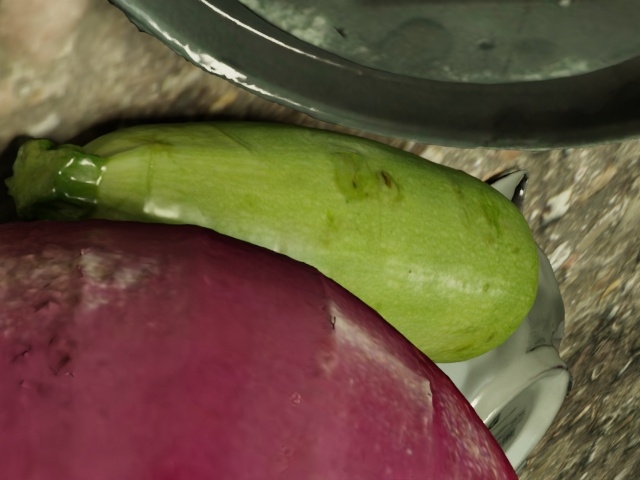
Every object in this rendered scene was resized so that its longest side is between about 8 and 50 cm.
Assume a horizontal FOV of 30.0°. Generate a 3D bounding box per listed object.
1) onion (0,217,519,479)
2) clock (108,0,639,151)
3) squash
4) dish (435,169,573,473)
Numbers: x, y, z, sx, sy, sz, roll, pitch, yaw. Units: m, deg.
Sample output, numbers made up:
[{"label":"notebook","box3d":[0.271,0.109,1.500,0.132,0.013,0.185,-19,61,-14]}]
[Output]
[{"label":"onion","box3d":[-0.076,0.166,0.413,0.358,0.358,0.345,-42,-173,-15]},{"label":"clock","box3d":[0.041,-0.123,0.357,0.280,0.280,0.055,69,28,-59]},{"label":"squash","box3d":[0.007,-0.001,0.603,0.370,0.118,0.118,17,110,-55]},{"label":"dish","box3d":[0.092,0.109,0.864,0.303,0.120,0.303,-35,149,-25]}]
